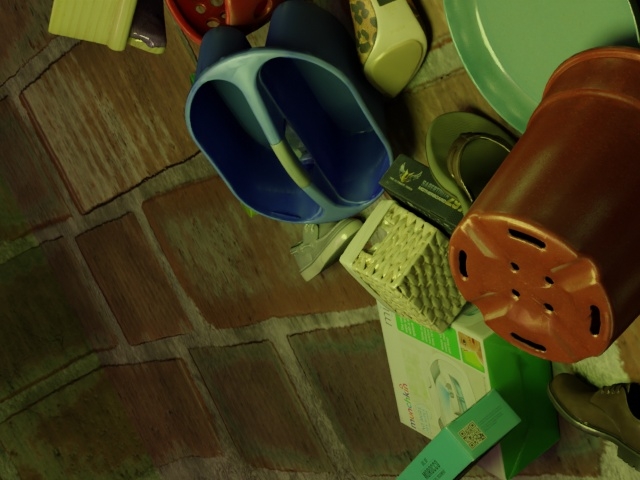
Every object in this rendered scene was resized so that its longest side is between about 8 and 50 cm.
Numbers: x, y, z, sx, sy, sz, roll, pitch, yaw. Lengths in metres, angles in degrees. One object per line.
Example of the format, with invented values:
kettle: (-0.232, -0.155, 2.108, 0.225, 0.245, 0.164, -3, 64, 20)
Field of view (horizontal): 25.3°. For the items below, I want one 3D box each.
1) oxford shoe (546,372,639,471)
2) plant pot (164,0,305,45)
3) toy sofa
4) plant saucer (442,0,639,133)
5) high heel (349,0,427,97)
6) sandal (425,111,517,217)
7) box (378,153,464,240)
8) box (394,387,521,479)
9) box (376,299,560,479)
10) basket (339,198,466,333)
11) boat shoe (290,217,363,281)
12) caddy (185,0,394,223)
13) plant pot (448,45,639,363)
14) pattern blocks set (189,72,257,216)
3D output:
oxford shoe: (0.393, 0.220, 1.888, 0.227, 0.082, 0.096, 30, 117, 46)
plant pot: (-0.118, -0.391, 2.027, 0.191, 0.174, 0.191, 39, 146, 33)
toy sofa: (-0.300, -0.447, 2.148, 0.362, 0.177, 0.150, -94, 20, -49)
plant saucer: (0.265, -0.257, 1.669, 0.317, 0.043, 0.318, 38, 145, 34)
high heel: (0.074, -0.326, 1.913, 0.261, 0.093, 0.186, 81, 172, -57)
sandal: (0.212, -0.081, 1.762, 0.303, 0.120, 0.086, -110, 9, -53)
box: (0.206, -0.010, 1.896, 0.232, 0.059, 0.183, 33, 171, 42)
box: (0.187, 0.299, 1.996, 0.060, 0.100, 0.244, 50, 151, 12)
box: (0.214, 0.176, 2.071, 0.231, 0.126, 0.262, 25, 138, 44)
basket: (0.125, 0.039, 1.916, 0.103, 0.113, 0.167, 30, 171, 41)
boat shoe: (0.001, 0.000, 2.299, 0.081, 0.079, 0.227, 53, 155, 4)
caddy: (-0.039, -0.161, 1.963, 0.241, 0.179, 0.341, -17, 136, 20)
plant pot: (0.292, -0.024, 1.544, 0.272, 0.265, 0.272, 29, 146, 22)
pattern blocks set: (-0.145, -0.174, 2.351, 0.325, 0.026, 0.285, -131, 25, -55)
